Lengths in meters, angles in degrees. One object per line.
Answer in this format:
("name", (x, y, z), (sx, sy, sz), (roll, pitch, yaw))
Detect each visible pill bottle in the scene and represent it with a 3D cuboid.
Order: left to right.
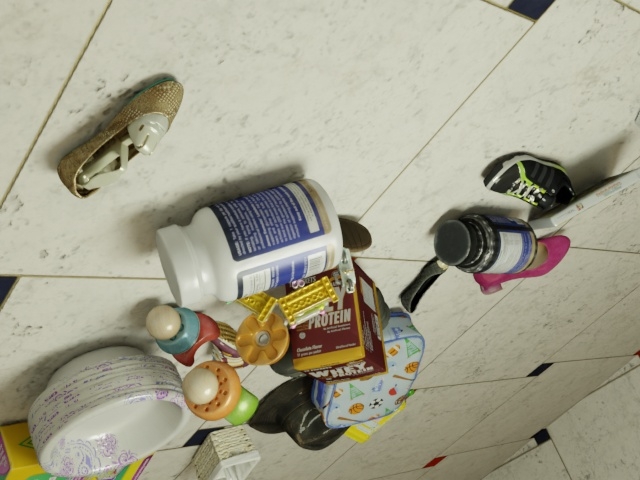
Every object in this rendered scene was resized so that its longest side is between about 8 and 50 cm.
("pill bottle", (-0.112, 0.007, 1.312), (0.264, 0.153, 0.153), (-17, 149, -19))
("pill bottle", (0.337, 0.007, 1.726), (0.219, 0.123, 0.123), (3, 138, -42))

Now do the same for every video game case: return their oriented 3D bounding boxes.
("video game case", (0.550, -0.084, 1.764), (0.206, 0.026, 0.227), (-29, 178, 1))

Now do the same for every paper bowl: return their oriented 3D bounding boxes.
("paper bowl", (-0.391, 0.302, 1.545), (0.284, 0.148, 0.284), (-20, 150, -13))

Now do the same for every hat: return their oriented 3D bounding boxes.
("hat", (-0.011, 0.452, 2.122), (0.331, 0.134, 0.331), (-21, 151, -12))

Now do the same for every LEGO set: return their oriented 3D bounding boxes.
("LEGO set", (-0.081, 0.092, 1.441), (0.287, 0.132, 0.107), (-4, 162, -5))

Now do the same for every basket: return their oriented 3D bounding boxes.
("basket", (-0.241, 0.550, 2.110), (0.113, 0.103, 0.167), (-5, 144, -35))

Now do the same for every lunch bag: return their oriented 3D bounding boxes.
("lunch bag", (0.100, 0.295, 1.944), (0.243, 0.115, 0.303), (-7, 130, -22))

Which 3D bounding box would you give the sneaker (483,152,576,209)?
("sneaker", (0.422, -0.109, 1.639), (0.234, 0.097, 0.084), (-3, 142, -37))

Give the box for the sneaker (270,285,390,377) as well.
("sneaker", (0.011, 0.176, 1.756), (0.286, 0.109, 0.130), (-32, 146, -12))

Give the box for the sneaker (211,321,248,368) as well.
("sneaker", (-0.187, 0.222, 1.672), (0.084, 0.069, 0.185), (-38, 149, 7))

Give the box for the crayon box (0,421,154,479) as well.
("crayon box", (-0.545, 0.492, 1.759), (0.313, 0.106, 0.363), (-1, 140, -38))

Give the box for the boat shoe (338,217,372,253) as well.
("boat shoe", (0.000, 0.000, 1.500), (0.190, 0.068, 0.072), (5, 150, -30))

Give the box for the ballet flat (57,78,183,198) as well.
("ballet flat", (-0.248, -0.122, 1.080), (0.206, 0.067, 0.073), (-37, 149, 15))

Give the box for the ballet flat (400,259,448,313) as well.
("ballet flat", (0.238, 0.094, 1.852), (0.057, 0.049, 0.173), (-1, 141, -40))

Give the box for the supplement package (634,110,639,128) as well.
("supplement package", (0.738, -0.245, 1.592), (0.149, 0.194, 0.203), (-23, 150, -12))

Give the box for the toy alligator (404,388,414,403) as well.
("toy alligator", (0.178, 0.449, 2.367), (0.189, 0.056, 0.051), (-26, -167, 15))

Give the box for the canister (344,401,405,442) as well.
("canister", (0.133, 0.464, 2.295), (0.126, 0.073, 0.170), (34, 116, -26))

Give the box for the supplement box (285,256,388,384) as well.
("supplement box", (0.031, 0.155, 1.582), (0.129, 0.191, 0.194), (-13, 158, 15))

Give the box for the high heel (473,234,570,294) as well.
("high heel", (0.464, 0.036, 1.939), (0.244, 0.082, 0.117), (-24, 144, 4))

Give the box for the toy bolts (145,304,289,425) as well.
("toy bolts", (-0.192, 0.177, 1.462), (0.218, 0.228, 0.158), (-52, 152, -5))
